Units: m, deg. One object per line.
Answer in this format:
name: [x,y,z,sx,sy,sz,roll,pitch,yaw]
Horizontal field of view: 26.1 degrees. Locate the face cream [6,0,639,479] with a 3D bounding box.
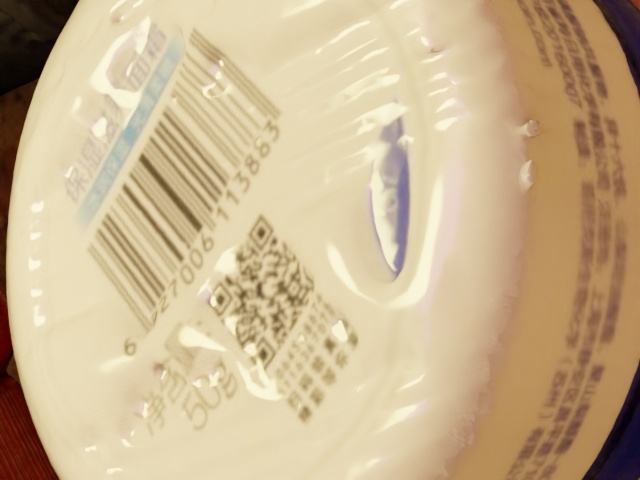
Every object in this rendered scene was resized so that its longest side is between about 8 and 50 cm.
face cream: [0.000,0.000,0.403,0.206,0.111,0.206,-5,82,41]

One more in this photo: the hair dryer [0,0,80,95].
hair dryer: [-0.159,-0.171,0.604,0.197,0.089,0.251,-18,64,43]

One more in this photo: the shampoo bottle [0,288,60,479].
shampoo bottle: [-0.191,-0.023,0.525,0.118,0.076,0.314,-21,97,44]
